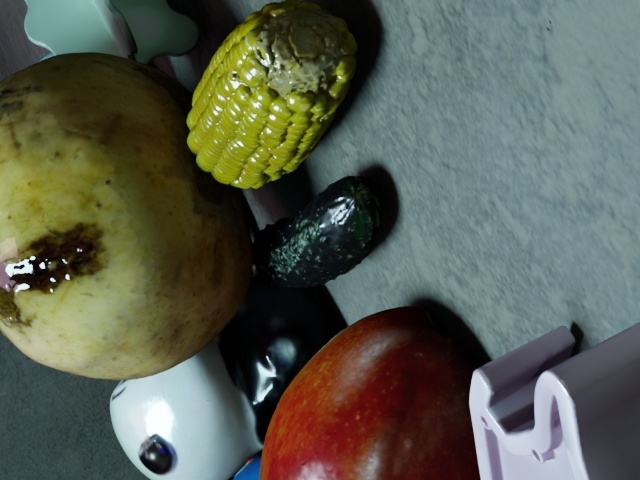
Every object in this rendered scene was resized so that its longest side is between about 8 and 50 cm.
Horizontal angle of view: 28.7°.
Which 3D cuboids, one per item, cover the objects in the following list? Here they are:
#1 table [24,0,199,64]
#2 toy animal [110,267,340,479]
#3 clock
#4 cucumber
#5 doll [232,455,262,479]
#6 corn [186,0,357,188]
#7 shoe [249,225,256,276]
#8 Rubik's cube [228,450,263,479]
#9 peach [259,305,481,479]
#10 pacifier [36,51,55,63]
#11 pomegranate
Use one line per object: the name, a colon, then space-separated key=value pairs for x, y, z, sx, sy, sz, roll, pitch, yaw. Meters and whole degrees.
table: x=-0.239 y=-0.254 z=1.342 sx=0.198 sy=0.166 sz=0.166 roll=60 pitch=164 yaw=15
toy animal: x=-0.105 y=0.149 z=1.377 sx=0.213 sy=0.266 sz=0.212 roll=62 pitch=168 yaw=24
clock: x=0.199 y=0.179 z=0.777 sx=0.275 sy=0.080 sz=0.290 roll=44 pitch=156 yaw=50
cucumber: x=0.000 y=0.000 z=1.144 sx=0.081 sy=0.072 sz=0.303 roll=65 pitch=164 yaw=-1
doll: x=0.018 y=0.303 z=1.276 sx=0.215 sy=0.256 sz=0.161 roll=-49 pitch=25 yaw=36
corn: x=-0.043 y=-0.117 z=1.030 sx=0.119 sy=0.119 sz=0.322 roll=63 pitch=162 yaw=3
shoe: x=-0.130 y=0.064 z=1.544 sx=0.114 sy=0.137 sz=0.291 roll=31 pitch=141 yaw=62
Rubik's cube: x=-0.039 y=0.391 z=1.495 sx=0.294 sy=0.283 sz=0.288 roll=68 pitch=166 yaw=-1
peach: x=0.064 y=0.197 z=1.061 sx=0.248 sy=0.245 sz=0.275 roll=13 pitch=122 yaw=35
pacifier: x=-0.230 y=-0.094 z=1.450 sx=0.207 sy=0.227 sz=0.279 roll=16 pitch=167 yaw=40
pomegranate: x=-0.214 y=-0.022 z=1.210 sx=0.322 sy=0.322 sz=0.322 roll=55 pitch=162 yaw=28
